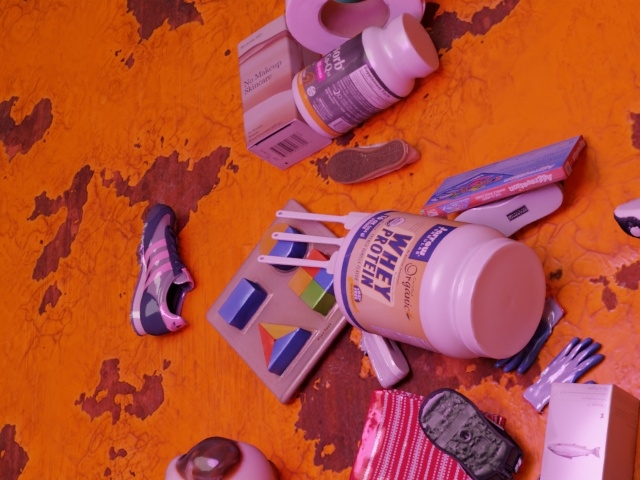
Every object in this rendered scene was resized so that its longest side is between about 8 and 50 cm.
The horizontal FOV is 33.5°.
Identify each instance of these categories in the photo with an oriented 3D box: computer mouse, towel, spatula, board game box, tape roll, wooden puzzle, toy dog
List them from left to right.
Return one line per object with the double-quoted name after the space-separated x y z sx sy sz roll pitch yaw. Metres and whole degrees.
-0.208 0.556 1.919 0.395 0.284 0.408 -11 61 37 "toy dog"
-0.079 0.109 2.163 0.322 0.080 0.348 -54 45 7 "wooden puzzle"
0.000 0.000 2.105 0.242 0.019 0.168 5 53 22 "spatula"
0.069 -0.499 2.194 0.286 0.286 0.100 -22 55 32 "tape roll"
0.176 0.370 1.848 0.275 0.031 0.199 6 75 42 "towel"
0.249 0.376 1.733 0.262 0.060 0.184 37 92 20 "computer mouse"
0.325 -0.110 1.898 0.281 0.027 0.145 -17 17 35 "board game box"

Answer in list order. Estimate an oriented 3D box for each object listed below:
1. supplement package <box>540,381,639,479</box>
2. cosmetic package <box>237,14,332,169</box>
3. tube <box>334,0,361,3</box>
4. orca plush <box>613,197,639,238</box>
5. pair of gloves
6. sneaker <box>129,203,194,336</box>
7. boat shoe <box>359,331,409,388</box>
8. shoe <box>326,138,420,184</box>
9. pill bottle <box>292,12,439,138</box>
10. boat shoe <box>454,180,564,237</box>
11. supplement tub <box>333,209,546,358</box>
0.409 0.315 1.618 0.105 0.105 0.179 -4 67 39 "supplement package"
-0.082 -0.326 2.347 0.153 0.129 0.296 -29 53 29 "cosmetic package"
0.013 -0.537 2.431 0.207 0.052 0.080 -17 52 41 "tube"
0.611 -0.040 1.659 0.287 0.102 0.151 -20 12 21 "orca plush"
0.374 0.190 1.770 0.159 0.023 0.198 -47 46 13 "pair of gloves"
-0.338 0.064 2.412 0.131 0.112 0.319 -5 68 21 "sneaker"
0.104 0.194 1.980 0.063 0.066 0.184 -45 53 21 "boat shoe"
0.105 -0.157 2.159 0.219 0.058 0.076 -9 84 42 "shoe"
0.092 -0.338 2.178 0.278 0.162 0.162 -29 53 27 "pill bottle"
0.334 -0.052 1.895 0.219 0.078 0.070 -23 15 25 "boat shoe"
0.201 0.075 1.820 0.316 0.228 0.228 11 77 48 "supplement tub"
